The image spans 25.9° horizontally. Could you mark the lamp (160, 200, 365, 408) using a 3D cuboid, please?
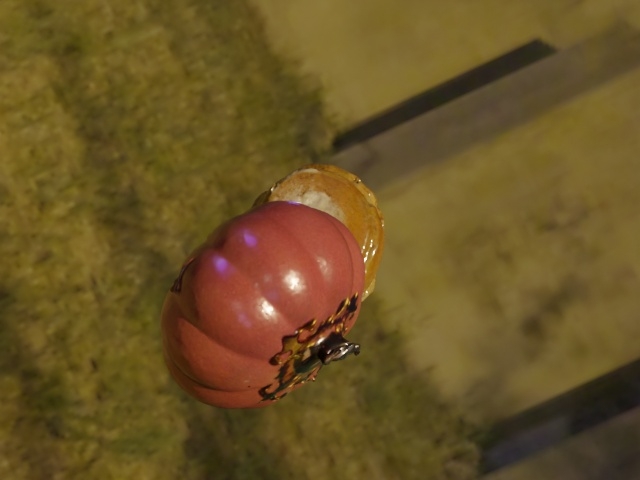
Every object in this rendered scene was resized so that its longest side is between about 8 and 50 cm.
[{"bbox_3d":[-0.039,0.057,1.088,0.140,0.182,0.182,45,-5,20],"label":"lamp"}]

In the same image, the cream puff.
[{"bbox_3d":[-0.003,0.001,1.269,0.103,0.126,0.144,56,34,-79],"label":"cream puff"}]
